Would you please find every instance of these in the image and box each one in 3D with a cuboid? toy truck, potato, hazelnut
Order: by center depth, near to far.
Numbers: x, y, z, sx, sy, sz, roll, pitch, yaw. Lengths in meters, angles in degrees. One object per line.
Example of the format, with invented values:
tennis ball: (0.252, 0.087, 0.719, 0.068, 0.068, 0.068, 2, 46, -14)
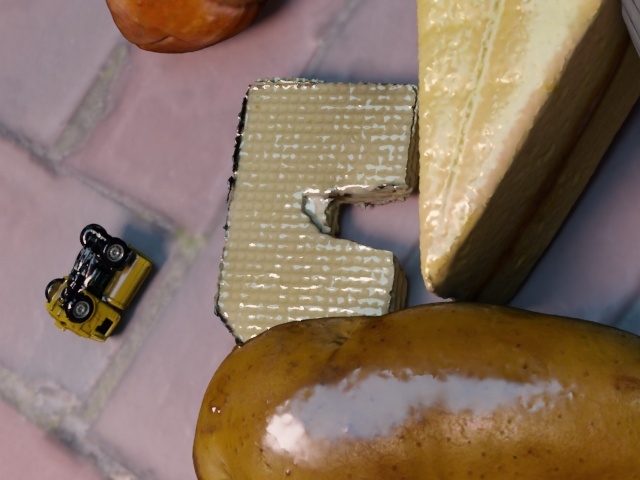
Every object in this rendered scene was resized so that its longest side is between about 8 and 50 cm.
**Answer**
potato: (0.090, 0.141, 1.219, 0.369, 0.176, 0.195, -5, 78, 17)
toy truck: (-0.171, 0.036, 1.437, 0.083, 0.054, 0.049, -58, 35, -2)
hazelnut: (-0.107, -0.220, 1.460, 0.150, 0.150, 0.150, -8, 70, 22)

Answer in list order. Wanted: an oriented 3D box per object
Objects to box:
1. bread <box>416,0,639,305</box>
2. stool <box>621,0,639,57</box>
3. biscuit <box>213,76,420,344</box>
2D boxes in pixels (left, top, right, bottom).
bread: (0.166, -0.088, 1.256, 0.163, 0.168, 0.264, -4, 82, 25)
stool: (0.359, -0.077, 1.112, 0.297, 0.297, 0.330, -32, 58, 12)
biscuit: (0.000, 0.000, 1.377, 0.147, 0.046, 0.250, 0, 73, 22)
